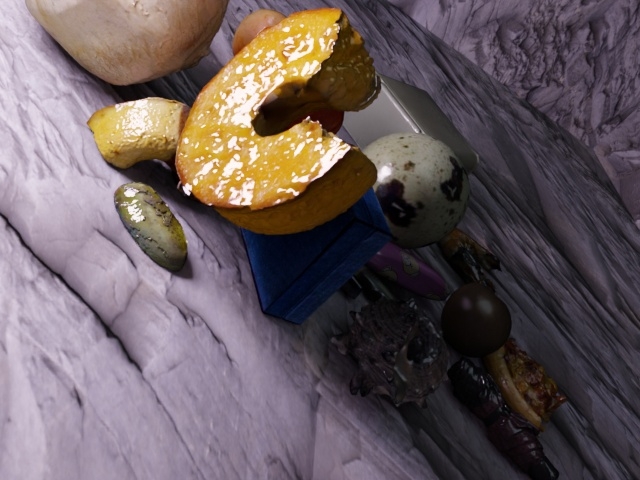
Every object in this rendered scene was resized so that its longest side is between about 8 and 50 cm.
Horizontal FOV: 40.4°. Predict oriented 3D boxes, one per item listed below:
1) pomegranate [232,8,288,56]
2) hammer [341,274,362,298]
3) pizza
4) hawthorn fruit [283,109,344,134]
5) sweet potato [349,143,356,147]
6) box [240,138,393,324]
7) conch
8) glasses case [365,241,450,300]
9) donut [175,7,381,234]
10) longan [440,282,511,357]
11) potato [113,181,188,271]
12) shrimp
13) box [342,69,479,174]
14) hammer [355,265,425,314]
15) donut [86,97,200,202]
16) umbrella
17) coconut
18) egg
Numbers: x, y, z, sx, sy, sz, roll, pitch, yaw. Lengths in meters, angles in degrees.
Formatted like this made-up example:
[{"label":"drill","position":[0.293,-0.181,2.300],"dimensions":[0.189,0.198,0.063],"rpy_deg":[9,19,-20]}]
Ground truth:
[{"label":"pomegranate","position":[-0.139,-0.521,2.312],"dimensions":[0.191,0.191,0.191],"rpy_deg":[32,30,-21]},{"label":"hammer","position":[0.000,0.000,1.868],"dimensions":[0.289,0.137,0.037],"rpy_deg":[53,35,-2]},{"label":"pizza","position":[0.498,0.336,2.077],"dimensions":[0.229,0.081,0.289],"rpy_deg":[21,34,-36]},{"label":"hawthorn fruit","position":[-0.098,-0.327,2.036],"dimensions":[0.330,0.287,0.287],"rpy_deg":[-31,75,-37]},{"label":"sweet potato","position":[0.025,-0.187,2.163],"dimensions":[0.097,0.097,0.292],"rpy_deg":[49,27,10]},{"label":"box","position":[-0.019,-0.025,1.687],"dimensions":[0.116,0.279,0.261],"rpy_deg":[23,35,-38]},{"label":"conch","position":[0.146,0.227,1.702],"dimensions":[0.240,0.186,0.313],"rpy_deg":[64,17,6]},{"label":"glasses case","position":[0.185,0.061,2.021],"dimensions":[0.316,0.075,0.123],"rpy_deg":[28,12,-40]},{"label":"donut","position":[-0.069,-0.198,1.595],"dimensions":[0.163,0.378,0.434],"rpy_deg":[47,40,-48]},{"label":"longan","position":[0.360,0.185,2.015],"dimensions":[0.189,0.189,0.189],"rpy_deg":[32,30,-21]},{"label":"potato","position":[-0.299,-0.036,1.580],"dimensions":[0.119,0.054,0.197],"rpy_deg":[10,42,-50]},{"label":"shrimp","position":[0.434,0.071,2.383],"dimensions":[0.222,0.054,0.290],"rpy_deg":[20,32,-38]},{"label":"box","position":[0.261,-0.317,2.568],"dimensions":[0.344,0.177,0.352],"rpy_deg":[1,49,-54]},{"label":"hammer","position":[0.146,0.140,1.929],"dimensions":[0.226,0.041,0.159],"rpy_deg":[46,28,5]},{"label":"donut","position":[-0.291,-0.178,1.694],"dimensions":[0.295,0.151,0.112],"rpy_deg":[23,44,-34]},{"label":"umbrella","position":[0.392,0.389,1.858],"dimensions":[0.326,0.094,0.090],"rpy_deg":[50,43,13]},{"label":"coconut","position":[-0.369,-0.498,1.785],"dimensions":[0.405,0.404,0.404],"rpy_deg":[32,30,-21]},{"label":"egg","position":[0.217,-0.120,2.125],"dimensions":[0.287,0.288,0.379],"rpy_deg":[52,14,15]}]
